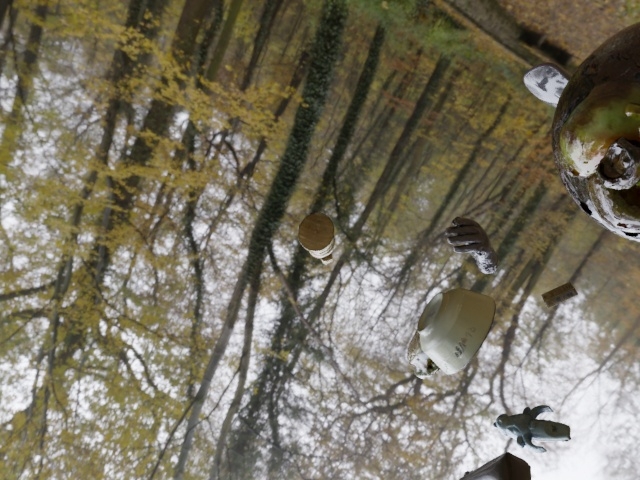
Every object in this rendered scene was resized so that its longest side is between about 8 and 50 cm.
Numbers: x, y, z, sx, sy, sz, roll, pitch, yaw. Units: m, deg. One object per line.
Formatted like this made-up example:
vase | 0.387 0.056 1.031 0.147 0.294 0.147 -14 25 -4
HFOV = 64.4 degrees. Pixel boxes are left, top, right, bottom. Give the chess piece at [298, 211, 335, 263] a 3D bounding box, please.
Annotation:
chess piece | 0.000 0.000 1.834 0.137 0.137 0.301 32 173 11

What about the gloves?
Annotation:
gloves | 0.533 0.009 1.769 0.285 0.119 0.142 33 -156 -33

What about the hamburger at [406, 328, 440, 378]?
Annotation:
hamburger | 0.389 0.316 1.705 0.134 0.285 0.265 41 159 5

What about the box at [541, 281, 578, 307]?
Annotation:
box | 0.627 0.143 1.336 0.024 0.083 0.053 56 -159 -4

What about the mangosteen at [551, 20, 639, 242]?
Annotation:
mangosteen | 0.473 -0.137 0.673 0.330 0.330 0.330 24 -159 -10

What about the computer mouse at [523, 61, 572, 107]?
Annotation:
computer mouse | 0.730 -0.466 1.559 0.232 0.057 0.120 23 161 -25

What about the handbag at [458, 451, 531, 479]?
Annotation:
handbag | 0.438 0.723 1.332 0.113 0.257 0.285 32 -137 -13

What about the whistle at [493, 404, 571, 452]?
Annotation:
whistle | 0.745 0.668 1.807 0.093 0.269 0.180 56 -136 -22

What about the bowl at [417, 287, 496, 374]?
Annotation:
bowl | 0.343 0.221 1.346 0.126 0.238 0.238 32 -159 -2
